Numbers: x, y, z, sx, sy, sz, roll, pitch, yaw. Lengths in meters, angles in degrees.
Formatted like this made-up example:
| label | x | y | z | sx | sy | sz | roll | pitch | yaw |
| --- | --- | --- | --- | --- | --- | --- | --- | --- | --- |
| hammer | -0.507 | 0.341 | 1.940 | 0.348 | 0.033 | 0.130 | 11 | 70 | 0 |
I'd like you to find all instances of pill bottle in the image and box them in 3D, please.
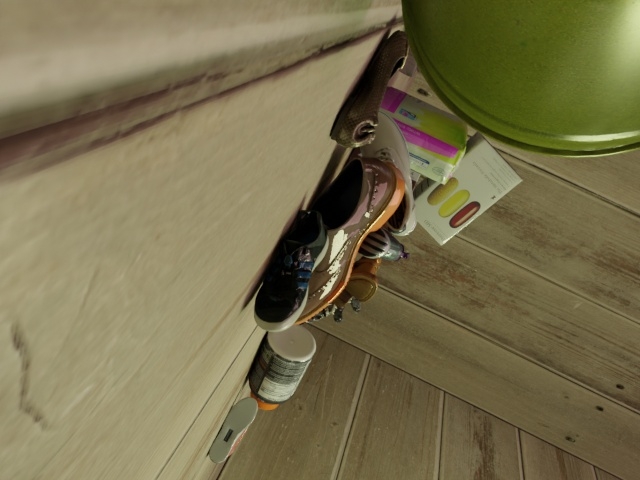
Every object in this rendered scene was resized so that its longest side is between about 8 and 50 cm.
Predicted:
| label | x | y | z | sx | sy | sz | roll | pitch | yaw |
| --- | --- | --- | --- | --- | --- | --- | --- | --- | --- |
| pill bottle | -0.110 | 0.335 | 1.351 | 0.245 | 0.130 | 0.130 | -65 | 176 | 34 |

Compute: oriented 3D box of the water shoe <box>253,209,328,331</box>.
| label | x | y | z | sx | sy | sz | roll | pitch | yaw |
| --- | --- | --- | --- | --- | --- | --- | --- | --- | --- |
| water shoe | -0.048 | 0.036 | 0.758 | 0.080 | 0.073 | 0.203 | 81 | 24 | -45 |

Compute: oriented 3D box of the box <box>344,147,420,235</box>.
| label | x | y | z | sx | sy | sz | roll | pitch | yaw |
| --- | --- | --- | --- | --- | --- | --- | --- | --- | --- |
| box | 0.119 | -0.098 | 1.264 | 0.203 | 0.169 | 0.167 | 105 | 11 | -71 |

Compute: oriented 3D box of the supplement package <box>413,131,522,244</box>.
| label | x | y | z | sx | sy | sz | roll | pitch | yaw |
| --- | --- | --- | --- | --- | --- | --- | --- | --- | --- |
| supplement package | 0.344 | -0.128 | 1.282 | 0.244 | 0.139 | 0.134 | -43 | -173 | 21 |

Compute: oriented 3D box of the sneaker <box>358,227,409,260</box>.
| label | x | y | z | sx | sy | sz | roll | pitch | yaw |
| --- | --- | --- | --- | --- | --- | --- | --- | --- | --- |
| sneaker | 0.081 | -0.011 | 1.061 | 0.224 | 0.098 | 0.083 | 39 | -77 | 50 |

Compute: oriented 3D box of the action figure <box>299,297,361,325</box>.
| label | x | y | z | sx | sy | sz | roll | pitch | yaw |
| --- | --- | --- | --- | --- | --- | --- | --- | --- | --- |
| action figure | -0.015 | 0.158 | 1.423 | 0.164 | 0.140 | 0.276 | -36 | 152 | 33 |

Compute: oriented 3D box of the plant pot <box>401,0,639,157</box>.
| label | x | y | z | sx | sy | sz | roll | pitch | yaw |
| --- | --- | --- | --- | --- | --- | --- | --- | --- | --- |
| plant pot | 0.203 | -0.247 | 0.340 | 0.366 | 0.367 | 0.353 | -65 | 165 | 14 |

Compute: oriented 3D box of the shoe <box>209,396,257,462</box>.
| label | x | y | z | sx | sy | sz | roll | pitch | yaw |
| --- | --- | --- | --- | --- | --- | --- | --- | --- | --- |
| shoe | -0.225 | 0.487 | 1.342 | 0.178 | 0.063 | 0.081 | -57 | 176 | -21 |

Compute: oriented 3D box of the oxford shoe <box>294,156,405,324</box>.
| label | x | y | z | sx | sy | sz | roll | pitch | yaw |
| --- | --- | --- | --- | --- | --- | --- | --- | --- | --- |
| oxford shoe | 0.000 | 0.000 | 0.949 | 0.133 | 0.130 | 0.363 | 13 | 113 | -53 |

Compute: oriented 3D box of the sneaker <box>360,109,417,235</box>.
| label | x | y | z | sx | sy | sz | roll | pitch | yaw |
| --- | --- | --- | --- | --- | --- | --- | --- | --- | --- |
| sneaker | 0.136 | -0.135 | 1.014 | 0.091 | 0.094 | 0.258 | -14 | 87 | -78 |

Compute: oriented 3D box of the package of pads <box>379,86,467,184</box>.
| label | x | y | z | sx | sy | sz | roll | pitch | yaw |
| --- | --- | --- | --- | --- | --- | --- | --- | --- | --- |
| package of pads | 0.220 | -0.250 | 1.185 | 0.101 | 0.229 | 0.296 | -66 | 177 | 28 |

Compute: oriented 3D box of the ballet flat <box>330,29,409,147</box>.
| label | x | y | z | sx | sy | sz | roll | pitch | yaw |
| --- | --- | --- | --- | --- | --- | --- | --- | --- | --- |
| ballet flat | 0.088 | -0.226 | 0.780 | 0.249 | 0.058 | 0.084 | -62 | 177 | -33 |

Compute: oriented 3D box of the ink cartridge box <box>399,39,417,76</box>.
| label | x | y | z | sx | sy | sz | roll | pitch | yaw |
| --- | --- | --- | --- | --- | --- | --- | --- | --- | --- |
| ink cartridge box | 0.239 | -0.498 | 1.132 | 0.181 | 0.056 | 0.224 | -63 | 178 | -21 |

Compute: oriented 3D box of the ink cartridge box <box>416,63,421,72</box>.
| label | x | y | z | sx | sy | sz | roll | pitch | yaw |
| --- | --- | --- | --- | --- | --- | --- | --- | --- | --- |
| ink cartridge box | 0.309 | -0.441 | 0.995 | 0.198 | 0.197 | 0.270 | -64 | 165 | -4 |

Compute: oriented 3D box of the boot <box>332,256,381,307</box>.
| label | x | y | z | sx | sy | sz | roll | pitch | yaw |
| --- | --- | --- | --- | --- | --- | --- | --- | --- | --- |
| boot | 0.105 | 0.070 | 1.201 | 0.152 | 0.073 | 0.197 | -48 | -173 | -28 |
